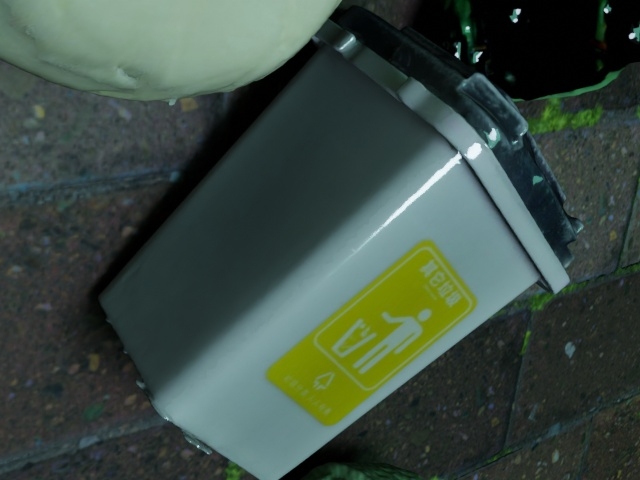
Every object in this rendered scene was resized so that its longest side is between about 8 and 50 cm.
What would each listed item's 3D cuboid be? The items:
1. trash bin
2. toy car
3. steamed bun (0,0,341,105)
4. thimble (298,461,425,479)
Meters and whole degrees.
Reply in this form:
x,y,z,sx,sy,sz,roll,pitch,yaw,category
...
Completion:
x,y,z,sx,sy,sz,roll,pitch,yaw,category
0.000,0.000,0.862,0.367,0.296,0.256,-43,136,1,trash bin
0.200,-0.307,0.916,0.176,0.213,0.359,-84,164,-46,toy car
-0.114,-0.266,0.615,0.312,0.233,0.334,11,106,-47,steamed bun
0.046,0.355,1.077,0.150,0.219,0.219,13,101,-45,thimble
